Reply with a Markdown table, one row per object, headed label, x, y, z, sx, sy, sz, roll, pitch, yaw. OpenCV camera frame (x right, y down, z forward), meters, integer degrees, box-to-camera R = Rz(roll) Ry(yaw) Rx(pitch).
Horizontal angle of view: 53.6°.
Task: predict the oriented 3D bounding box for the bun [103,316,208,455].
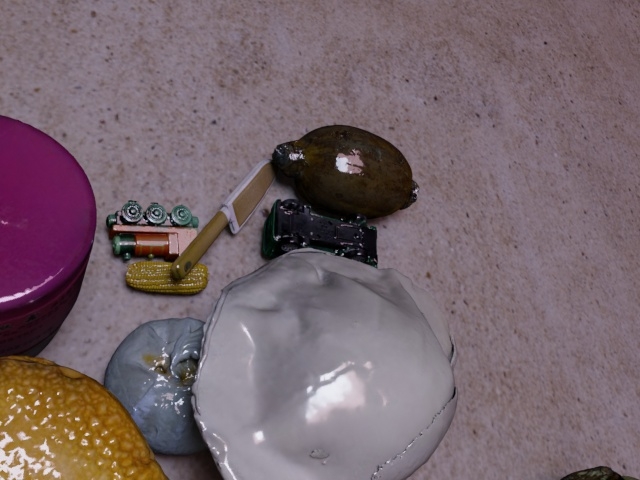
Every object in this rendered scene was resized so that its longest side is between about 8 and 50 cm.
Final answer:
| label | x | y | z | sx | sy | sz | roll | pitch | yaw |
| --- | --- | --- | --- | --- | --- | --- | --- | --- | --- |
| bun | -0.139 | 0.138 | 0.624 | 0.140 | 0.083 | 0.141 | 11 | 62 | -21 |

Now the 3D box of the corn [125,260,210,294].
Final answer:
| label | x | y | z | sx | sy | sz | roll | pitch | yaw |
| --- | --- | --- | --- | --- | --- | --- | --- | --- | --- |
| corn | -0.167 | 0.040 | 0.692 | 0.092 | 0.037 | 0.037 | 7 | 61 | -25 |

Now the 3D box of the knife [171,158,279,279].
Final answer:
| label | x | y | z | sx | sy | sz | roll | pitch | yaw |
| --- | --- | --- | --- | --- | --- | --- | --- | --- | --- |
| knife | -0.106 | -0.032 | 0.753 | 0.256 | 0.022 | 0.046 | -58 | 142 | -47 |

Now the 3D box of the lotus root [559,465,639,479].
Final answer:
| label | x | y | z | sx | sy | sz | roll | pitch | yaw |
| --- | --- | --- | --- | --- | --- | --- | --- | --- | --- |
| lotus root | 0.374 | 0.418 | 0.714 | 0.173 | 0.173 | 0.309 | -14 | 79 | -34 |

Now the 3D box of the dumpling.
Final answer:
| label | x | y | z | sx | sy | sz | roll | pitch | yaw |
| --- | --- | --- | --- | --- | --- | --- | --- | --- | --- |
| dumpling | 0.018 | 0.125 | 0.652 | 0.341 | 0.181 | 0.260 | -36 | 89 | -24 |

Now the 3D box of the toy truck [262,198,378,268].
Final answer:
| label | x | y | z | sx | sy | sz | roll | pitch | yaw |
| --- | --- | --- | --- | --- | --- | --- | --- | --- | --- |
| toy truck | 0.000 | 0.000 | 0.779 | 0.147 | 0.079 | 0.065 | 14 | 59 | -23 |

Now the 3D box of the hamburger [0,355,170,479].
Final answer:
| label | x | y | z | sx | sy | sz | roll | pitch | yaw |
| --- | --- | --- | --- | --- | --- | --- | --- | --- | --- |
| hamburger | -0.255 | 0.233 | 0.452 | 0.289 | 0.170 | 0.314 | -23 | 75 | -39 |

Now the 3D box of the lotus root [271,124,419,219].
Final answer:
| label | x | y | z | sx | sy | sz | roll | pitch | yaw |
| --- | --- | --- | --- | --- | --- | --- | --- | --- | --- |
| lotus root | 0.036 | -0.092 | 0.831 | 0.209 | 0.120 | 0.120 | 14 | 58 | -23 |

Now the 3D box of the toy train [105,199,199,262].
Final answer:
| label | x | y | z | sx | sy | sz | roll | pitch | yaw |
| --- | --- | --- | --- | --- | --- | --- | --- | --- | --- |
| toy train | -0.186 | -0.007 | 0.706 | 0.103 | 0.044 | 0.064 | 3 | 73 | -28 |

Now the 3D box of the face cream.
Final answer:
| label | x | y | z | sx | sy | sz | roll | pitch | yaw |
| --- | --- | --- | --- | --- | --- | --- | --- | --- | --- |
| face cream | -0.292 | 0.015 | 0.538 | 0.175 | 0.195 | 0.175 | 13 | 57 | -21 |
